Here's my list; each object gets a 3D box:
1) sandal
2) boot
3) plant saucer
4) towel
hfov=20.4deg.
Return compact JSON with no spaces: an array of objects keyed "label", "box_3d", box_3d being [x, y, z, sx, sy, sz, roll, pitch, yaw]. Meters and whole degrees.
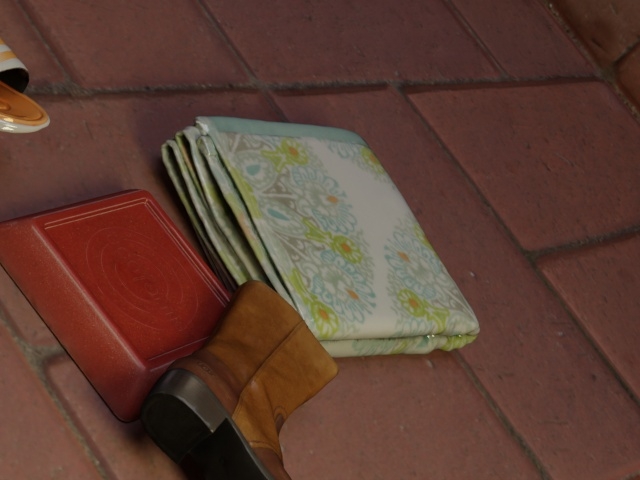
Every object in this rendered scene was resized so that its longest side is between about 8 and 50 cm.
[{"label":"sandal","box_3d":[-0.391,-0.207,1.864,0.265,0.076,0.102,35,23,6]},{"label":"boot","box_3d":[-0.047,0.198,1.846,0.264,0.096,0.280,45,29,-1]},{"label":"plant saucer","box_3d":[-0.197,0.050,1.902,0.258,0.048,0.259,51,30,13]},{"label":"towel","box_3d":[0.000,0.000,2.164,0.374,0.090,0.320,1,53,-49]}]
